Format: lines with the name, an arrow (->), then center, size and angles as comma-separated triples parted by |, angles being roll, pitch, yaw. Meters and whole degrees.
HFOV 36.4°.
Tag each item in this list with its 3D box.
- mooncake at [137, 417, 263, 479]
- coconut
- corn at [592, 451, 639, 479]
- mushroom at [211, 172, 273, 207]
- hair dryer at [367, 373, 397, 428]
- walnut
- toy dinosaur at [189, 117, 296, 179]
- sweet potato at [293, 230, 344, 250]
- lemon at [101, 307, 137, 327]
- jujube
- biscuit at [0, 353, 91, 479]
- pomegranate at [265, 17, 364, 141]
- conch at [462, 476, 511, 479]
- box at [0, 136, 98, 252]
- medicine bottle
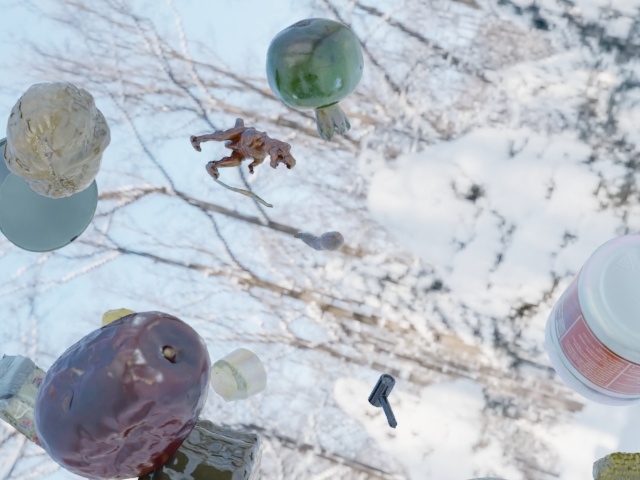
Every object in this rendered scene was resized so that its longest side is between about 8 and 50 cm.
mooncake -> -0.222, 0.449, 1.610 | 0.324, 0.187, 0.324 | 19, -90, -89
coconut -> -0.183, 0.309, 2.244 | 0.122, 0.116, 0.116 | -21, -52, -48
corn -> 0.604, 0.418, 1.687 | 0.097, 0.261, 0.097 | 7, -90, -89
mushroom -> -0.200, -0.123, 2.390 | 0.028, 0.286, 0.026 | -52, -50, -6
hair dryer -> 0.092, 0.230, 1.360 | 0.083, 0.026, 0.047 | -107, 35, -54
walnut -> -0.491, -0.188, 1.817 | 0.245, 0.198, 0.198 | -104, 13, -49
toy dinosaur -> -0.215, -0.239, 2.384 | 0.208, 0.432, 0.097 | -19, -60, -21
sweet potato -> 0.000, 0.000, 2.409 | 0.214, 0.050, 0.050 | 1, 70, 61
lemon -> -0.463, 0.221, 2.330 | 0.114, 0.155, 0.114 | -48, -17, -19
jujube -> -0.285, 0.226, 1.414 | 0.318, 0.223, 0.223 | -43, 9, 43
biscuit -> -0.520, 0.348, 1.900 | 0.079, 0.309, 0.186 | -46, 11, 17
pomegranate -> -0.004, -0.295, 1.791 | 0.187, 0.187, 0.225 | -51, -50, -53
conch -> 0.280, 0.572, 1.799 | 0.303, 0.319, 0.215 | -64, -16, 0
box -> -0.612, -0.105, 2.082 | 0.226, 0.149, 0.226 | -21, -55, -33
medicine bottle -> 0.563, 0.147, 1.773 | 0.241, 0.252, 0.253 | 104, -170, -59
